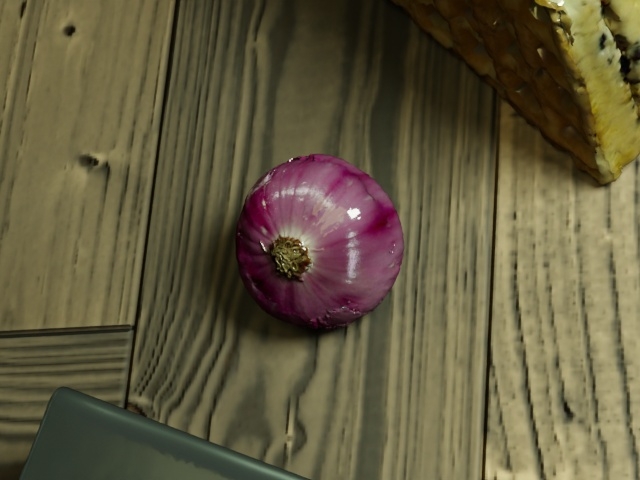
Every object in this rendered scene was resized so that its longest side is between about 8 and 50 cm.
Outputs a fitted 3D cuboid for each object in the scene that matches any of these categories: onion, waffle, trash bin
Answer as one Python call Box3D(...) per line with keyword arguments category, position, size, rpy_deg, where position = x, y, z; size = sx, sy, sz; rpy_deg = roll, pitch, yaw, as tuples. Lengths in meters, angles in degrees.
Box3D(category="onion", position=(0.000, 0.000, 1.251), size=(0.115, 0.115, 0.104), rpy_deg=(4, 22, 21))
Box3D(category="waffle", position=(0.095, -0.197, 1.239), size=(0.091, 0.213, 0.308), rpy_deg=(-42, 58, -7))
Box3D(category="trash bin", position=(-0.078, 0.206, 1.163), size=(0.225, 0.115, 0.165), rpy_deg=(15, 72, 24))
